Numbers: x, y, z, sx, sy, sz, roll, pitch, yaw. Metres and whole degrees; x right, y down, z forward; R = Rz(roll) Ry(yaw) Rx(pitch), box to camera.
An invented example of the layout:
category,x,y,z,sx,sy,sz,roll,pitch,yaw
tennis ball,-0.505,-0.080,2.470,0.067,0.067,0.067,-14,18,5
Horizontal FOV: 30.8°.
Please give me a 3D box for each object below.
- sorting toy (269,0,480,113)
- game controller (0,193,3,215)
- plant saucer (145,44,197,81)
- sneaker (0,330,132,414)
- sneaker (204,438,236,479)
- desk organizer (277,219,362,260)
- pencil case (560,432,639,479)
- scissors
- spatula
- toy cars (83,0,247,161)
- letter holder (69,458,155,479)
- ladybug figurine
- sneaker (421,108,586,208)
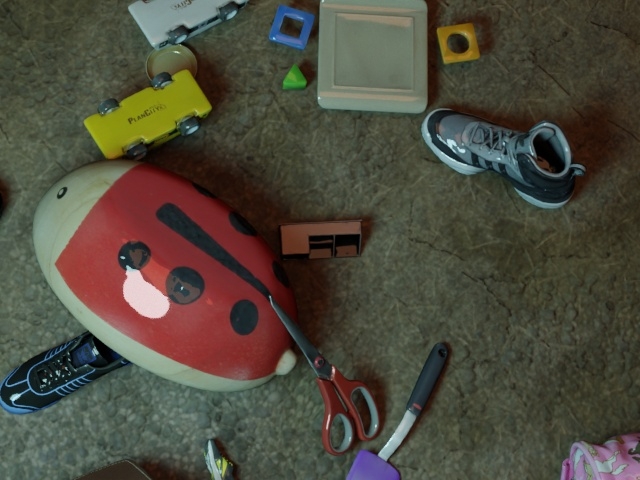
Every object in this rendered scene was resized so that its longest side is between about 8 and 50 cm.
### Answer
category,x,y,z,sx,sy,sz,roll,pitch,yaw
sorting toy,0.087,-0.305,1.917,0.347,0.047,0.196,3,78,-4
game controller,-0.623,0.021,1.746,0.166,0.067,0.319,32,73,4
plant saucer,-0.242,-0.281,1.894,0.083,0.015,0.083,1,74,-4
sneaker,-0.369,0.181,1.709,0.232,0.090,0.081,-26,78,-12
sneaker,-0.148,0.333,1.721,0.035,0.031,0.083,-12,79,-22
desk organizer,0.000,0.000,1.819,0.130,0.047,0.050,-3,76,-6
pencil case,0.556,0.332,1.711,0.386,0.167,0.160,-13,81,-9
scissors,0.010,0.183,1.690,0.109,0.021,0.297,-33,114,-28
spatula,0.125,0.281,1.752,0.084,0.030,0.296,36,70,-13
toy cars,-0.241,-0.277,1.844,0.176,0.087,0.394,18,70,-5
letter holder,-0.340,0.437,1.535,0.302,0.214,0.152,-22,109,-25
ladybug figurine,-0.207,0.035,1.686,0.449,0.162,0.305,35,46,2
sneaker,0.294,-0.153,1.833,0.268,0.153,0.101,27,73,3
